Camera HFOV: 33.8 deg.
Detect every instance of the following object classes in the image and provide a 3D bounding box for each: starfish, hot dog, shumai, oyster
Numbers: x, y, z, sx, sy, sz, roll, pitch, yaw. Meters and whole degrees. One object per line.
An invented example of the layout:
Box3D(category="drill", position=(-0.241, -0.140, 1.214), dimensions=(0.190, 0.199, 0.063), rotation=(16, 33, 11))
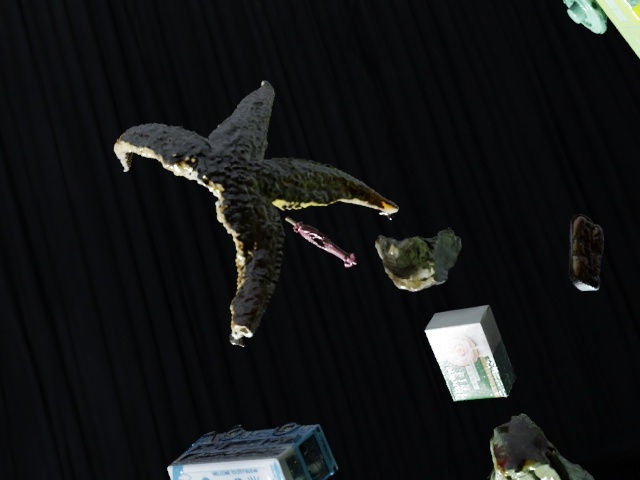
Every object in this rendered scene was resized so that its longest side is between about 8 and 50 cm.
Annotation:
Box3D(category="starfish", position=(-0.103, -0.067, 1.379), dimensions=(0.384, 0.398, 0.132), rotation=(-23, 136, -47))
Box3D(category="hot dog", position=(0.614, 0.030, 2.432), dimensions=(0.108, 0.191, 0.059), rotation=(30, 144, -29))
Box3D(category="shumai", position=(0.349, 0.440, 1.927), dimensions=(0.261, 0.222, 0.225), rotation=(-36, -168, 29))
Box3D(category="oyster", position=(0.192, 0.036, 2.065), dimensions=(0.166, 0.110, 0.341), rotation=(-5, -177, 9))

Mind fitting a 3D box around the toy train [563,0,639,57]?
Box3D(category="toy train", position=(0.542, -0.305, 1.578), dimensions=(0.179, 0.442, 0.272), rotation=(-40, -170, 4))

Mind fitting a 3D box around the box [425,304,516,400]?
Box3D(category="box", position=(0.332, 0.249, 2.314), dimensions=(0.135, 0.199, 0.081), rotation=(-12, -159, 31))

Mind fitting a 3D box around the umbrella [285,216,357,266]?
Box3D(category="umbrella", position=(0.000, 0.000, 1.920), dimensions=(0.027, 0.165, 0.025), rotation=(-48, 157, -23))

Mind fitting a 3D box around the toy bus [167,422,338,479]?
Box3D(category="toy bus", position=(-0.123, 0.396, 1.847), dimensions=(0.297, 0.106, 0.131), rotation=(-14, -167, 41))
